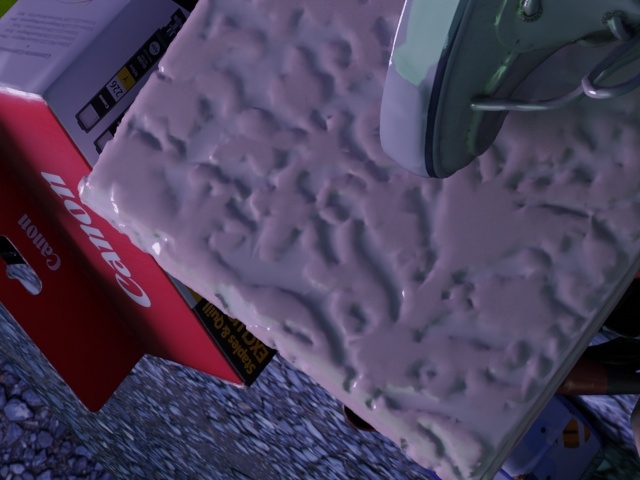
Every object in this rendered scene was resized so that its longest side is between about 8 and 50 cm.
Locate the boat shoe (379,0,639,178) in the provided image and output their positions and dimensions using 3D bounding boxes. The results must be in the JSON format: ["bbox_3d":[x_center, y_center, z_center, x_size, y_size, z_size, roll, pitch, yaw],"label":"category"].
[{"bbox_3d":[0.145,-0.150,0.850,0.156,0.136,0.367,28,134,10],"label":"boat shoe"}]

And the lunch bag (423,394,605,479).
[{"bbox_3d":[0.128,0.168,1.629,0.303,0.115,0.243,43,162,-2],"label":"lunch bag"}]

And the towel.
[{"bbox_3d":[0.053,-0.059,1.038,0.332,0.317,0.053,36,-169,13],"label":"towel"}]

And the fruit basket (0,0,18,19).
[{"bbox_3d":[-0.277,-0.187,1.453,0.392,0.283,0.392,25,170,5],"label":"fruit basket"}]

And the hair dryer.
[{"bbox_3d":[0.134,0.084,1.267,0.224,0.294,0.080,9,111,58],"label":"hair dryer"}]

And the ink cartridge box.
[{"bbox_3d":[-0.124,-0.045,1.227,0.130,0.272,0.309,13,146,44],"label":"ink cartridge box"}]

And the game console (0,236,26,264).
[{"bbox_3d":[-0.234,-0.014,1.649,0.213,0.361,0.044,-127,33,-78],"label":"game console"}]

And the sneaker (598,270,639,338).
[{"bbox_3d":[0.170,0.012,1.202,0.148,0.131,0.350,40,164,-8],"label":"sneaker"}]

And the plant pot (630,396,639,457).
[{"bbox_3d":[0.356,0.173,0.974,0.305,0.334,0.334,54,159,-3],"label":"plant pot"}]

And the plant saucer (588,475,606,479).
[{"bbox_3d":[0.358,0.364,1.718,0.318,0.043,0.317,35,159,16],"label":"plant saucer"}]
